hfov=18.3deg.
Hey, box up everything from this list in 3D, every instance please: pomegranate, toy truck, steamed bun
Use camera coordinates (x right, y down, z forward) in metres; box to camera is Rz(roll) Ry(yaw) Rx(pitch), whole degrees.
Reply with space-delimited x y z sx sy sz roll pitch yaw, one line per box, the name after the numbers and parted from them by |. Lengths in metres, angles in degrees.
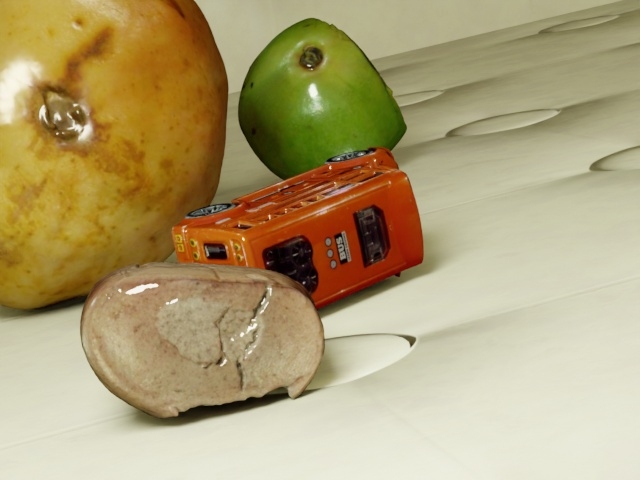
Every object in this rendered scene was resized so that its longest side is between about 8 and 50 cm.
-0.284 -0.114 1.963 0.410 0.410 0.410 -12 10 2 | pomegranate
-0.019 -0.150 2.343 0.159 0.190 0.241 -39 16 -8 | pomegranate
0.000 0.000 1.678 0.253 0.107 0.114 -23 15 -40 | toy truck
-0.085 0.069 1.427 0.175 0.106 0.145 0 3 -7 | steamed bun
